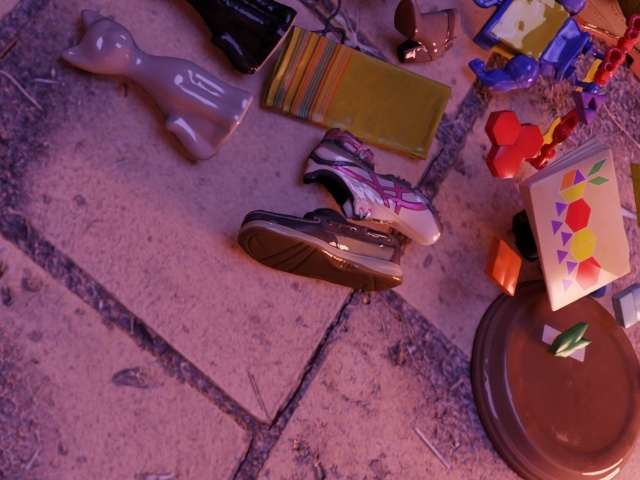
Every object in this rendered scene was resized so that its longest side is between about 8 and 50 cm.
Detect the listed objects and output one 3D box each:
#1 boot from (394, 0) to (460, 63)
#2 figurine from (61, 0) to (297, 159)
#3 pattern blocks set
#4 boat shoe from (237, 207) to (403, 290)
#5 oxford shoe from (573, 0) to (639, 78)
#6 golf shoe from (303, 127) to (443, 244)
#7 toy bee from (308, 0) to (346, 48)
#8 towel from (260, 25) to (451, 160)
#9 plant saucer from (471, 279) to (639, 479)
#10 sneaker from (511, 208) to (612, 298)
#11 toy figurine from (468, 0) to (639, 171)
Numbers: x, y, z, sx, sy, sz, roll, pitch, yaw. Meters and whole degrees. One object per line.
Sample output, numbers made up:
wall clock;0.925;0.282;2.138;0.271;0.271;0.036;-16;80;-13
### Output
boot;0.138;-0.274;1.730;0.087;0.118;0.042;-26;58;-21
figurine;-0.162;-0.228;1.534;0.209;0.092;0.215;32;60;-12
pattern blocks set;0.313;-0.022;1.679;0.285;0.026;0.325;-15;108;-29
boat shoe;0.001;0.000;1.567;0.223;0.080;0.073;19;59;-33
oxford shoe;0.444;-0.341;1.932;0.348;0.130;0.123;33;59;-21
golf shoe;0.060;-0.046;1.628;0.186;0.067;0.086;37;66;-7
toy bee;0.054;-0.378;1.673;0.298;0.195;0.162;-35;71;-25
towel;0.048;-0.174;1.653;0.237;0.021;0.102;17;101;-29
plant saucer;0.310;0.180;1.731;0.278;0.041;0.278;11;69;-29
sneaker;0.303;0.020;1.756;0.084;0.058;0.152;-23;76;-40
toy figurine;0.306;-0.298;1.780;0.217;0.191;0.362;35;85;5
